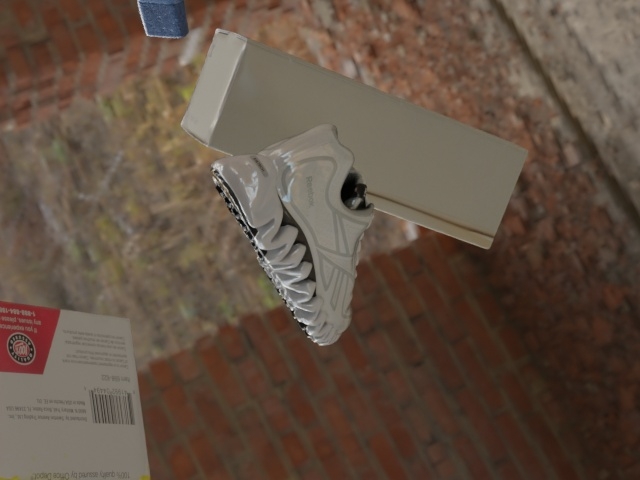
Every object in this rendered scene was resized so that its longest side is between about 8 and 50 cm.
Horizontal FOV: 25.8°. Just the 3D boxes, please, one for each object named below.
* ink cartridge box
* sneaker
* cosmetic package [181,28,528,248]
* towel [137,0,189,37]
[{"bbox_3d":[-0.334,0.280,1.592,0.160,0.279,0.385,-18,73,26],"label":"ink cartridge box"},{"bbox_3d":[0.000,0.000,1.245,0.110,0.118,0.292,54,173,28],"label":"sneaker"},{"bbox_3d":[0.032,-0.104,1.402,0.160,0.309,0.113,-139,69,-72],"label":"cosmetic package"},{"bbox_3d":[-0.214,-0.326,1.868,0.067,0.029,0.119,9,136,17],"label":"towel"}]
